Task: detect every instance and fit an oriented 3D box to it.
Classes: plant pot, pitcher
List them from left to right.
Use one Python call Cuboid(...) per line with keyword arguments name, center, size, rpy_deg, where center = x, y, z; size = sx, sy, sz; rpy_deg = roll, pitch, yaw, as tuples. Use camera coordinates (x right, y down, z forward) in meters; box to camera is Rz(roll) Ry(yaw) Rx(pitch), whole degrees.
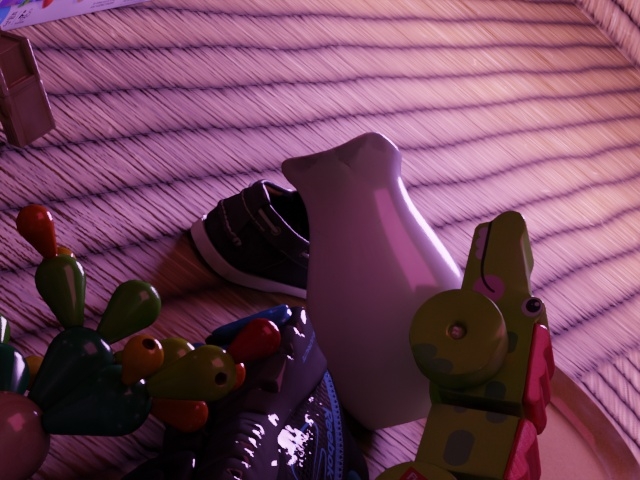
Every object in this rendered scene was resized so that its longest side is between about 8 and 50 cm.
Cuboid(name="pitcher", center=(0.052, 0.029, 1.255), size=(0.178, 0.125, 0.207), rpy_deg=(-9, 82, -72))
Cuboid(name="plant pot", center=(0.190, 0.171, 1.401), size=(0.236, 0.032, 0.236), rpy_deg=(35, 25, -19))

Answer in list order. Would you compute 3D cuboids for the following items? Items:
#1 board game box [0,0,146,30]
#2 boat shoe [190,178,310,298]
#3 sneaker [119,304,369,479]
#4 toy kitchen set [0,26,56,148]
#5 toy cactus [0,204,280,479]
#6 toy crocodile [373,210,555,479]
Cuboid(name="board game box", center=(-0.164, -0.293, 1.362), size=(0.078, 0.233, 0.347), rpy_deg=(45, 24, 5))
Cuboid(name="boat shoe", center=(0.000, 0.000, 1.329), size=(0.233, 0.079, 0.084), rpy_deg=(12, 36, -53))
Cuboid(name="sneaker", center=(-0.046, 0.165, 0.916), size=(0.140, 0.125, 0.341), rpy_deg=(60, 29, -15))
Cuboid(name="toy kitchen set", center=(-0.247, -0.106, 1.176), size=(0.068, 0.075, 0.083), rpy_deg=(-36, 38, -31))
Cuboid(name="toy cactus", center=(-0.144, 0.073, 0.888), size=(0.219, 0.112, 0.180), rpy_deg=(15, 46, 34))
Cuboid(name="toy crocodile", center=(0.102, 0.137, 1.076), size=(0.115, 0.105, 0.341), rpy_deg=(72, 30, -54))
